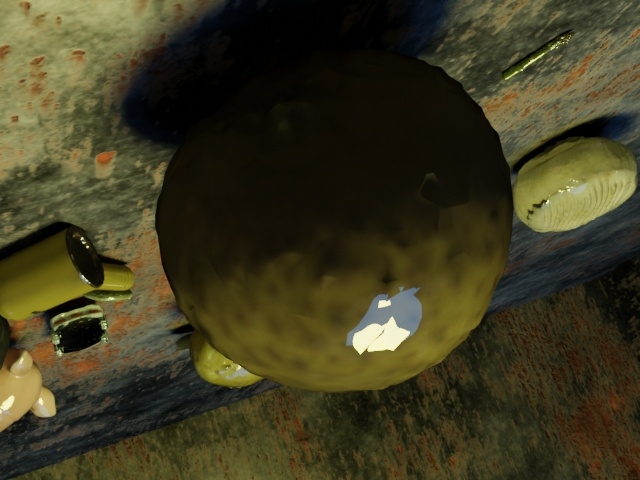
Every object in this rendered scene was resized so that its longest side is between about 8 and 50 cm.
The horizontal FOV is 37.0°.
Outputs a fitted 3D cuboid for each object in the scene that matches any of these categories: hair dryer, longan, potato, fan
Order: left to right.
[{"bbox_3d":[-0.349,0.055,1.367,0.135,0.090,0.278,-25,171,9],"label":"hair dryer"},{"bbox_3d":[-0.268,0.221,1.995,0.182,0.010,0.310,-3,-169,41],"label":"fan"},{"bbox_3d":[-0.144,0.182,1.847,0.210,0.173,0.307,3,-168,18],"label":"potato"},{"bbox_3d":[0.016,-0.026,1.041,0.391,0.391,0.391,-20,165,-6],"label":"longan"}]

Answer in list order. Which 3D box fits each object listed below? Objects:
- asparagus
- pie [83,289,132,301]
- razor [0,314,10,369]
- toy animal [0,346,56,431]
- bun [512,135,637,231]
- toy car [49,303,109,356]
[{"bbox_3d":[0.298,-0.253,1.312,0.114,0.014,0.015,-30,-163,32],"label":"asparagus"},{"bbox_3d":[-0.338,0.082,1.517,0.085,0.017,0.085,9,-172,-1],"label":"pie"},{"bbox_3d":[-0.565,0.173,1.336,0.204,0.113,0.349,12,150,-27],"label":"razor"},{"bbox_3d":[-0.589,0.264,1.603,0.250,0.154,0.166,-22,157,-10],"label":"toy animal"},{"bbox_3d":[0.477,-0.117,1.799,0.239,0.141,0.239,-17,159,-7],"label":"bun"},{"bbox_3d":[-0.417,0.154,1.646,0.095,0.056,0.205,-17,168,-17],"label":"toy car"}]
